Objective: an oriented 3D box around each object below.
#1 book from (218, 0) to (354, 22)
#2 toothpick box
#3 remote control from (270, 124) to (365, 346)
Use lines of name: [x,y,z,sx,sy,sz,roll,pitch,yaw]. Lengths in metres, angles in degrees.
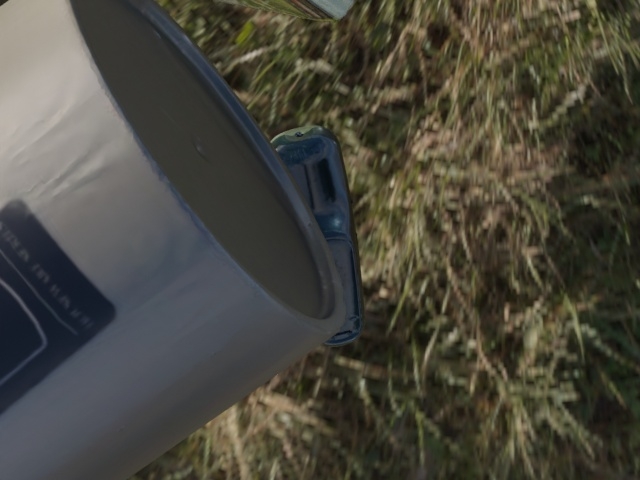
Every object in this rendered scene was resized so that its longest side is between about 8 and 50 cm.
book: [-0.140,-0.267,1.466,0.239,0.352,0.035,33,86,-28]
toothpick box: [-0.097,0.027,0.424,0.180,0.111,0.111,-34,99,12]
remote control: [0.000,0.000,1.613,0.072,0.042,0.222,-14,117,-6]
